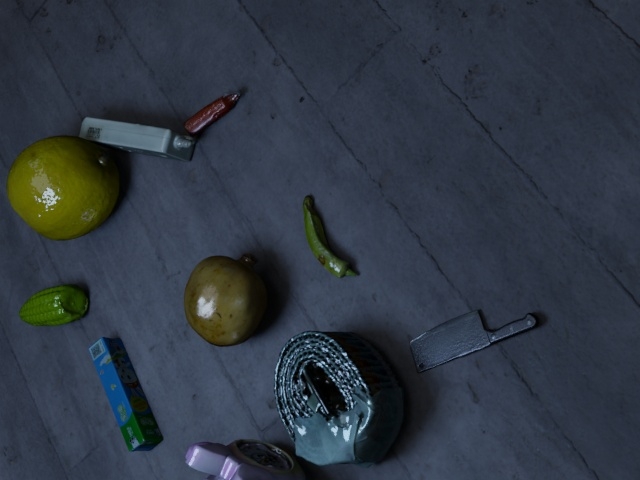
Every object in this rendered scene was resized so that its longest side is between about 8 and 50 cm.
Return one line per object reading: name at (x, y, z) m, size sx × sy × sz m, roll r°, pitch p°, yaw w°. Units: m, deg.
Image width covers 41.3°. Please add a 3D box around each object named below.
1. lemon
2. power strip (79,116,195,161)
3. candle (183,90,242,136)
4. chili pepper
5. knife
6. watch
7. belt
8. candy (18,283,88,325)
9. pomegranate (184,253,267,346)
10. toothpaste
lemon at (-0.575, -0.133, 1.948) m, size 0.219 × 0.240 × 0.240 m, roll -35°, pitch 64°, yaw 13°
power strip at (-0.416, -0.231, 1.944) m, size 0.338 × 0.098 × 0.058 m, roll 11°, pitch 85°, yaw 33°
candle at (-0.238, -0.287, 1.874) m, size 0.162 × 0.048 × 0.053 m, roll -31°, pitch 47°, yaw 23°
chili pepper at (-0.001, 0.001, 1.676) m, size 0.049 × 0.043 × 0.208 m, roll -48°, pitch 59°, yaw 30°
knife at (0.264, 0.162, 1.493) m, size 0.245 × 0.019 × 0.072 m, roll -25°, pitch 67°, yaw 28°
watch at (-0.144, 0.491, 1.551) m, size 0.210 × 0.248 × 0.218 m, roll 25°, pitch 97°, yaw 32°
belt at (0.031, 0.286, 1.538) m, size 0.207 × 0.150 × 0.258 m, roll -46°, pitch 59°, yaw 26°
candy at (-0.646, 0.161, 2.023) m, size 0.209 × 0.096 × 0.097 m, roll -15°, pitch 73°, yaw 35°
pomegranate at (-0.184, 0.110, 1.690) m, size 0.196 × 0.196 × 0.196 m, roll -7°, pitch 77°, yaw 31°
toothpaste at (-0.429, 0.334, 1.867) m, size 0.050 × 0.065 × 0.267 m, roll -39°, pitch 63°, yaw 17°
